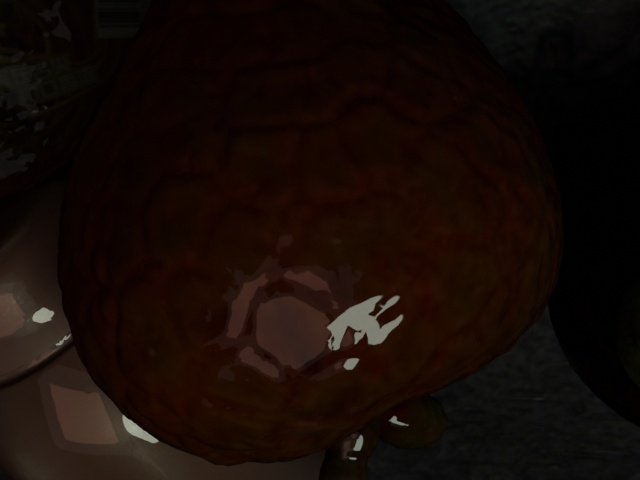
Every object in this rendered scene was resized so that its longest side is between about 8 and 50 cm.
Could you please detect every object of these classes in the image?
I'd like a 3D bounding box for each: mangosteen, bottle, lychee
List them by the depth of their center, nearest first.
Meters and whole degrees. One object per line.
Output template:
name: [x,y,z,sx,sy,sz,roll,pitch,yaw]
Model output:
lychee: [0.000,0.000,0.516,0.255,0.255,0.300,-25,86,24]
mangosteen: [0.231,0.024,0.540,0.216,0.216,0.216,4,128,5]
bottle: [-0.135,0.094,0.675,0.206,0.173,0.297,4,138,49]

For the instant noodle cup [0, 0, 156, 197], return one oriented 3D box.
instant noodle cup: [-0.215,-0.143,0.522,0.273,0.091,0.274,-10,130,-12]
